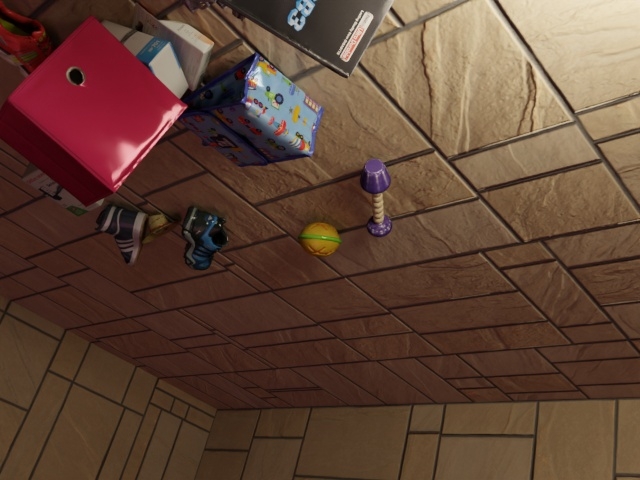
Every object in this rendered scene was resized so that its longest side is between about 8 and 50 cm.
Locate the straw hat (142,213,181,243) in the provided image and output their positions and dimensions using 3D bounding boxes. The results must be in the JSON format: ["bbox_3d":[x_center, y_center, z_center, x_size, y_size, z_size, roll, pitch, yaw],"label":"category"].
[{"bbox_3d":[-0.515,-0.052,2.217,0.061,0.144,0.144,60,143,2],"label":"straw hat"}]

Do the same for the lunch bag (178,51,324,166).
[{"bbox_3d":[-0.179,-0.271,1.603,0.293,0.138,0.221,-11,146,43],"label":"lunch bag"}]

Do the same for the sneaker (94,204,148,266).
[{"bbox_3d":[-0.660,-0.020,2.309,0.153,0.099,0.282,16,144,-10],"label":"sneaker"}]

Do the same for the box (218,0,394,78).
[{"bbox_3d":[-0.008,-0.455,1.092,0.293,0.296,0.073,28,-168,-17],"label":"box"}]

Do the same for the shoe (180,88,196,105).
[{"bbox_3d":[-0.358,-0.330,1.688,0.076,0.058,0.219,48,138,-13],"label":"shoe"}]

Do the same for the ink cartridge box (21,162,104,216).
[{"bbox_3d":[-0.765,-0.176,2.108,0.153,0.087,0.208,-16,137,43],"label":"ink cartridge box"}]

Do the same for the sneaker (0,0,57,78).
[{"bbox_3d":[-0.647,-0.436,1.598,0.279,0.107,0.118,32,136,-32],"label":"sneaker"}]

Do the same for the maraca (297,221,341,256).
[{"bbox_3d":[0.000,0.000,2.030,0.127,0.099,0.186,8,175,6],"label":"maraca"}]

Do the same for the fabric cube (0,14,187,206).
[{"bbox_3d":[-0.486,-0.257,1.466,0.258,0.254,0.259,44,155,-20],"label":"fabric cube"}]

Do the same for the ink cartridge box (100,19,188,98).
[{"bbox_3d":[-0.402,-0.384,1.535,0.190,0.082,0.140,25,155,21],"label":"ink cartridge box"}]

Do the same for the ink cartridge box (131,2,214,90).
[{"bbox_3d":[-0.327,-0.428,1.531,0.179,0.045,0.145,38,149,-1],"label":"ink cartridge box"}]

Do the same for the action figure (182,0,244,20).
[{"bbox_3d":[-0.124,-0.460,1.240,0.285,0.185,0.099,10,130,43],"label":"action figure"}]

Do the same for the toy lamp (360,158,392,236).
[{"bbox_3d":[0.143,-0.107,1.789,0.080,0.080,0.275,9,149,13],"label":"toy lamp"}]

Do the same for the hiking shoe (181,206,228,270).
[{"bbox_3d":[-0.357,0.016,2.209,0.132,0.113,0.304,14,151,5],"label":"hiking shoe"}]
